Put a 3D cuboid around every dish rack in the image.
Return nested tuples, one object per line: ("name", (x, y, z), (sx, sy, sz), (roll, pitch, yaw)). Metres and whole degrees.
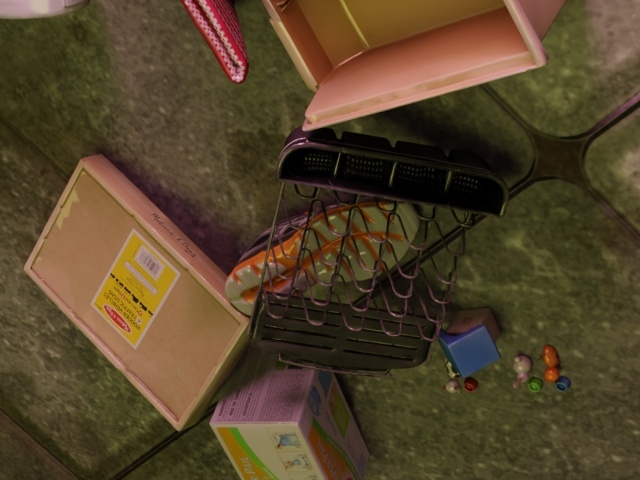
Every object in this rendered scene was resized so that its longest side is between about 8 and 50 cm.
("dish rack", (0.041, 0.024, 1.236), (0.208, 0.074, 0.272), (10, 121, -7))

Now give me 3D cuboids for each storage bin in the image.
("storage bin", (0.030, -0.246, 1.047), (0.260, 0.123, 0.262), (-12, 120, 39))

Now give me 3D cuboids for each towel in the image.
("towel", (-0.121, -0.241, 1.076), (0.031, 0.275, 0.199), (-30, 112, 5))

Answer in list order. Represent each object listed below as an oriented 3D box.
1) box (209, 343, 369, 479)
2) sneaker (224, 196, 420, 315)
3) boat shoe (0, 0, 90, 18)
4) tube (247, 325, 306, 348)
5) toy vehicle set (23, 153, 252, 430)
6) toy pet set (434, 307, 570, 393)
("box", (-0.029, 0.223, 1.474), (0.103, 0.114, 0.203), (-3, 134, 22))
("sneaker", (0.000, 0.000, 1.319), (0.214, 0.083, 0.084), (-21, 118, 23))
("boat shoe", (-0.363, -0.273, 1.309), (0.302, 0.109, 0.094), (3, 113, 20))
("tube", (-0.116, 0.092, 1.488), (0.240, 0.062, 0.070), (25, 179, 4))
("toy vehicle set", (-0.195, 0.055, 1.428), (0.267, 0.035, 0.166), (43, 119, 17))
("toy pet set", (0.169, 0.128, 1.327), (0.122, 0.065, 0.114), (-7, 123, 36))
